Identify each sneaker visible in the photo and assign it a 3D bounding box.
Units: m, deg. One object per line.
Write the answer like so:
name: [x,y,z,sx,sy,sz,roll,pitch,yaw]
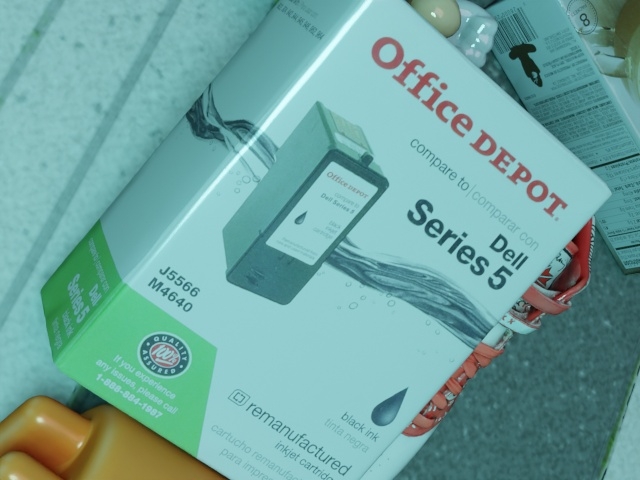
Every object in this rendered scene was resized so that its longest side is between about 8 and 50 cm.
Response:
sneaker: [0.087,0.058,0.850,0.090,0.145,0.270,40,65,-18]

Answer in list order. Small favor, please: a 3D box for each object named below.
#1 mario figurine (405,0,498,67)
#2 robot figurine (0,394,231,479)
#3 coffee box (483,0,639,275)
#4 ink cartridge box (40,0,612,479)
mario figurine: [0.037,-0.201,0.850,0.198,0.170,0.320,-9,82,-18]
robot figurine: [-0.101,0.179,0.733,0.219,0.158,0.128,39,87,-18]
coffee box: [0.250,-0.114,1.000,0.141,0.098,0.246,-38,101,-29]
ink cartridge box: [0.000,0.000,0.748,0.198,0.115,0.273,37,97,-24]
